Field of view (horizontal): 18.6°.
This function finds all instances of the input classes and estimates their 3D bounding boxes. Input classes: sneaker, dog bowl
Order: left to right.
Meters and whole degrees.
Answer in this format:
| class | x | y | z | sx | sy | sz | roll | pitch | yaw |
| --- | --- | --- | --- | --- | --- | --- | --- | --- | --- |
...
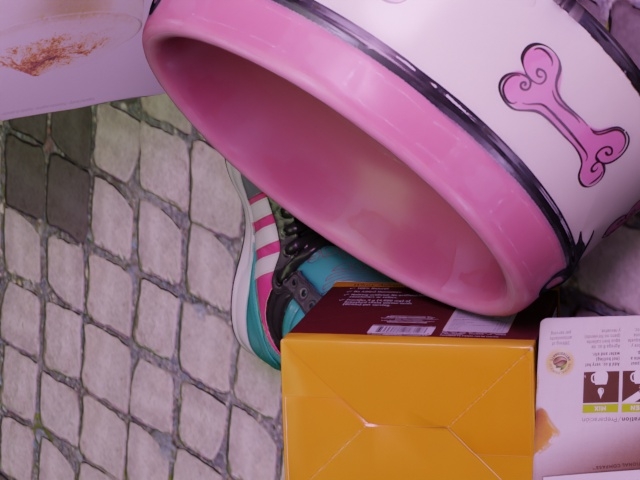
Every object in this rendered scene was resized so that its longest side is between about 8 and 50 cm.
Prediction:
| class | x | y | z | sx | sy | sz | roll | pitch | yaw |
| --- | --- | --- | --- | --- | --- | --- | --- | --- | --- |
| sneaker | 0.000 | 0.000 | 1.700 | 0.178 | 0.124 | 0.295 | 31 | 130 | 47 |
| dog bowl | 0.046 | -0.102 | 1.417 | 0.408 | 0.408 | 0.150 | 25 | 74 | 44 |

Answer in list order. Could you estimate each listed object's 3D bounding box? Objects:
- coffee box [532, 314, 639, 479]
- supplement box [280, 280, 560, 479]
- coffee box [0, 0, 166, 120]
| class | x | y | z | sx | sy | sz | roll | pitch | yaw |
| --- | --- | --- | --- | --- | --- | --- | --- | --- | --- |
| coffee box | 0.213 | 0.191 | 1.404 | 0.098 | 0.141 | 0.246 | -3 | 69 | 21 |
| supplement box | 0.084 | 0.116 | 1.527 | 0.191 | 0.194 | 0.129 | 1 | 102 | 13 |
| coffee box | -0.219 | -0.344 | 1.708 | 0.338 | 0.337 | 0.334 | 48 | 133 | 30 |
